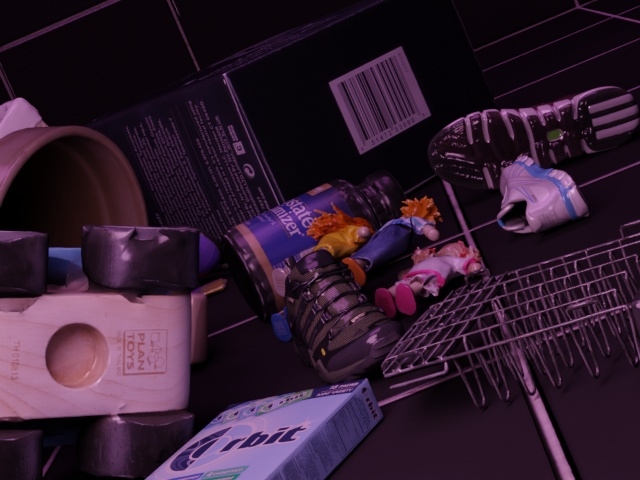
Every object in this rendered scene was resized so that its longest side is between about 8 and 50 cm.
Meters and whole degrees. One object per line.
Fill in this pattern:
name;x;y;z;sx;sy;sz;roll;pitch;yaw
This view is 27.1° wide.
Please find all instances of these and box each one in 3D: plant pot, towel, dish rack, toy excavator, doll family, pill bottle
plant pot;-0.401;0.020;1.567;0.280;0.323;0.323;5;23;25
towel;-0.173;0.077;1.913;0.083;0.009;0.060;-24;11;-1
dish rack;0.188;0.064;1.071;0.271;0.074;0.208;-19;10;31
toy excavator;-0.245;0.092;1.326;0.433;0.222;0.445;0;2;-31
doll family;0.054;0.011;1.463;0.263;0.118;0.163;-13;14;43
pill bottle;0.000;0.000;1.624;0.219;0.123;0.123;-26;11;-14

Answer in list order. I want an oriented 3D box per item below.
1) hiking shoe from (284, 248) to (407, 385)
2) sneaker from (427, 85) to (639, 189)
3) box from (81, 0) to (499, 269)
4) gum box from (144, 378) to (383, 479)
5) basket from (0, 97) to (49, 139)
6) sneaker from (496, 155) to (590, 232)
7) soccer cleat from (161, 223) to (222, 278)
hiking shoe;0.008;0.070;1.287;0.086;0.114;0.227;-27;11;-18
sneaker;0.287;-0.140;1.813;0.281;0.106;0.162;-11;7;7
box;-0.055;-0.175;2.156;0.480;0.297;0.472;-31;11;-36
gum box;-0.058;0.181;1.081;0.157;0.041;0.184;-16;12;35
basket;-0.490;0.012;1.926;0.328;0.266;0.331;-8;45;53
sneaker;0.230;-0.046;1.520;0.083;0.071;0.191;-30;11;-6
soccer cleat;-0.292;0.068;2.014;0.318;0.108;0.116;-17;32;24
